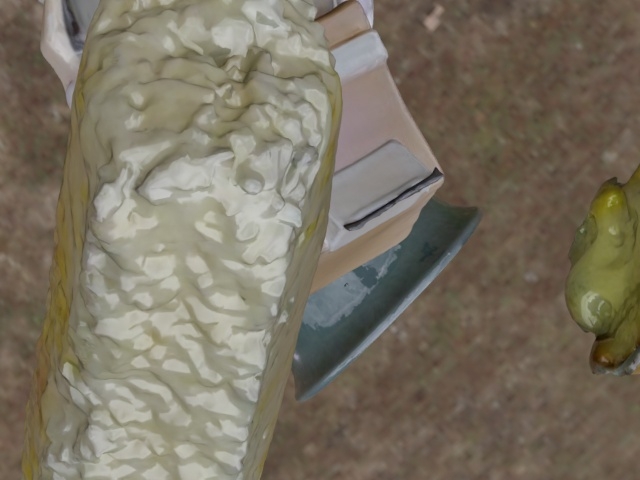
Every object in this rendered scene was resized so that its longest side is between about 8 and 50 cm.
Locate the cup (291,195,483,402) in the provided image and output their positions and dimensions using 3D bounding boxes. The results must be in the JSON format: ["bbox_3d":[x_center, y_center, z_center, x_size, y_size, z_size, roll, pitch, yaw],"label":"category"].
[{"bbox_3d":[0.000,0.000,1.291,0.199,0.150,0.199,-47,-179,1],"label":"cup"}]

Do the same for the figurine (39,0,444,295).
[{"bbox_3d":[-0.042,-0.087,0.839,0.162,0.237,0.141,-34,179,-22],"label":"figurine"}]

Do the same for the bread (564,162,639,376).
[{"bbox_3d":[0.284,-0.010,1.233,0.133,0.174,0.252,12,128,-21],"label":"bread"}]

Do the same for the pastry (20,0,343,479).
[{"bbox_3d":[-0.051,0.026,0.554,0.089,0.121,0.258,17,132,5],"label":"pastry"}]
